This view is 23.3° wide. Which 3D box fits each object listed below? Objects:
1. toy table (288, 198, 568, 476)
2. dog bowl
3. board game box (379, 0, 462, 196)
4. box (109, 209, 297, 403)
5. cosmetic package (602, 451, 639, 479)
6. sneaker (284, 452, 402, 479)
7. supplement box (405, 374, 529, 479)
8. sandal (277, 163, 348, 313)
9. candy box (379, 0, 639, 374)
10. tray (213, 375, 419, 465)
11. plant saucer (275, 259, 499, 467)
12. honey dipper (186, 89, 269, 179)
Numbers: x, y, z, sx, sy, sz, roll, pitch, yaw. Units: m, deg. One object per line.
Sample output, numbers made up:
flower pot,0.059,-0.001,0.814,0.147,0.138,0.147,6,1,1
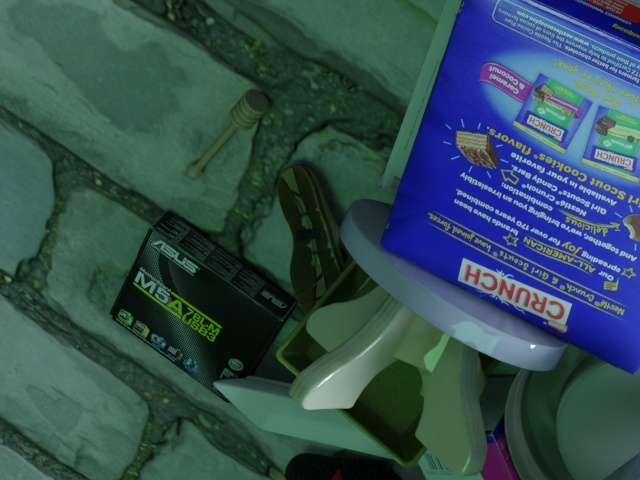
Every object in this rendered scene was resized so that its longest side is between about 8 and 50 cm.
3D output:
toy table,0.098,0.093,1.501,0.274,0.252,0.160,49,121,49
dog bowl,0.364,0.195,1.546,0.349,0.102,0.348,18,132,21
board game box,0.185,-0.124,1.452,0.193,0.053,0.305,29,134,10
box,-0.143,0.082,1.833,0.191,0.045,0.184,36,138,4
cosmetic package,0.323,0.322,1.420,0.217,0.156,0.385,37,151,7
sneaker,0.039,0.305,1.888,0.161,0.057,0.075,8,148,24
supplement box,0.200,0.267,1.702,0.111,0.114,0.220,-5,118,37
sandal,0.000,0.000,1.679,0.072,0.049,0.180,-1,107,37
candy box,0.221,-0.075,1.343,0.268,0.122,0.317,27,133,10
tray,0.019,0.207,1.805,0.270,0.030,0.145,9,155,28
plant saucer,0.079,0.112,1.645,0.188,0.188,0.045,41,172,0
honey dipper,-0.105,-0.108,1.674,0.030,0.030,0.161,43,137,-2
